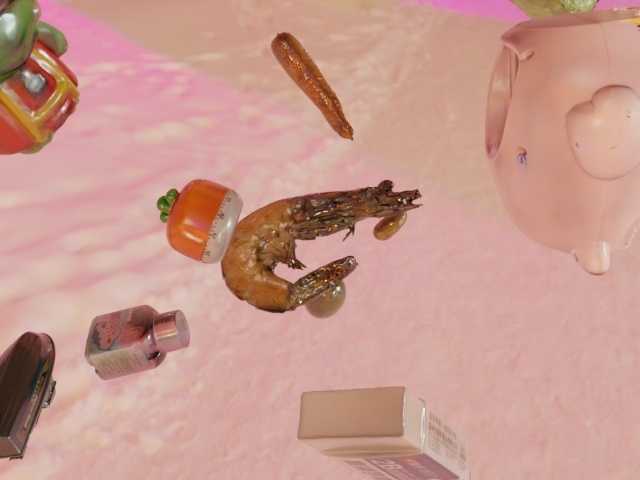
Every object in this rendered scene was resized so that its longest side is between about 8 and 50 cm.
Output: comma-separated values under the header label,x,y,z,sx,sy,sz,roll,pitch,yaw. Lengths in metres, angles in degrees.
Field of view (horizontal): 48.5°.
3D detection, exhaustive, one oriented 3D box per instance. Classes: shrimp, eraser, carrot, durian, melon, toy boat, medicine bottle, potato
label,x,y,z,sx,sy,sz,roll,pitch,yaw
shrimp,0.000,0.000,1.442,0.445,0.085,0.272,-19,51,9
eraser,0.076,0.221,0.789,0.124,0.210,0.068,-8,58,27
carrot,-0.010,-0.289,1.342,0.248,0.059,0.059,53,41,-1
durian,0.454,-0.559,1.433,0.339,0.204,0.256,14,42,-55
melon,0.009,0.130,1.654,0.098,0.131,0.098,12,53,-16
toy boat,-0.573,0.288,1.350,0.114,0.122,0.296,-9,38,8
medicine bottle,-0.365,0.198,1.429,0.188,0.094,0.119,-14,39,6
potato,0.154,-0.035,1.551,0.045,0.092,0.046,45,12,-13

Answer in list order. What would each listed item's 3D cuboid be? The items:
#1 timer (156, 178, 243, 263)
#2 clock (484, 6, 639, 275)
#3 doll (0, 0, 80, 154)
label,x,y,z,sx,sy,sz,roll,pitch,yaw
timer,-0.185,-0.034,1.061,0.136,0.099,0.136,9,44,-8
clock,0.392,-0.163,1.124,0.250,0.377,0.368,-2,21,6
doll,-0.372,-0.236,0.698,0.160,0.363,0.183,24,66,20
